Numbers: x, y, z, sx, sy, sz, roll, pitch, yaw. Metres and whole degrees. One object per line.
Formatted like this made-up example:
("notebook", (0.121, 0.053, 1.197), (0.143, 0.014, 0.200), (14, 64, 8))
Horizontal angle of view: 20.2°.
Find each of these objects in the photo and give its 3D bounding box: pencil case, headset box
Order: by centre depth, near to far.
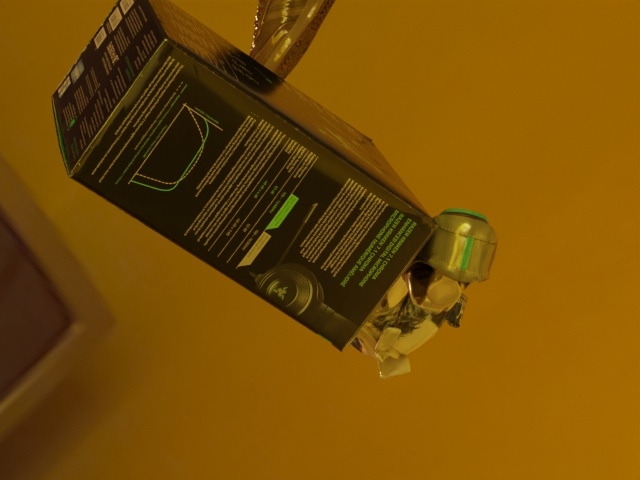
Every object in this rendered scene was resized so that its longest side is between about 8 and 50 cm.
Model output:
("headset box", (-0.061, -0.063, 1.457), (0.283, 0.131, 0.246), (33, 10, -21))
("pencil case", (0.000, 0.000, 1.915), (0.410, 0.160, 0.183), (34, 41, -51))

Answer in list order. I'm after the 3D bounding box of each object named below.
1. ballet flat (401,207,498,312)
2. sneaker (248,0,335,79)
("ballet flat", (0.097, 0.025, 1.482), (0.072, 0.068, 0.213), (12, -11, -3))
("sneaker", (-0.033, -0.229, 1.751), (0.071, 0.188, 0.066), (32, -4, 10))
